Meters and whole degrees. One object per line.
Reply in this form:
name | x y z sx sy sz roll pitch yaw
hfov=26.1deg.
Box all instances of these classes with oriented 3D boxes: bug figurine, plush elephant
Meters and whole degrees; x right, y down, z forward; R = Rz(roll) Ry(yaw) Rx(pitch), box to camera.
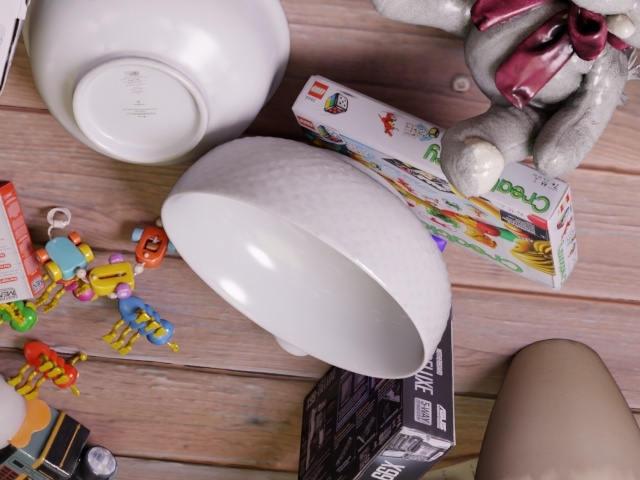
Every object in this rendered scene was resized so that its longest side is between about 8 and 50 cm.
bug figurine | -0.330 0.108 1.824 0.279 0.072 0.216 -24 123 32
plush elephant | 0.255 -0.214 1.316 0.330 0.272 0.255 -5 159 -33

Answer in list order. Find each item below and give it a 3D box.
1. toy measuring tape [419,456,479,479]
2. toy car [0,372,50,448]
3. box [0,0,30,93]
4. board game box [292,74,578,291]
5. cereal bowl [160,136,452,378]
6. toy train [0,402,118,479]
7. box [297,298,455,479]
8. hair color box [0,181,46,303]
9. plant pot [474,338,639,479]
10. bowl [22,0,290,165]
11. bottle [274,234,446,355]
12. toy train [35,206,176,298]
toy measuring tape | 0.111 0.341 2.011 0.330 0.121 0.121 -15 133 8
toy car | -0.494 0.255 1.896 0.238 0.210 0.219 2 146 -3
box | -0.310 -0.306 1.277 0.126 0.231 0.262 16 136 -12
board game box | 0.127 -0.060 1.484 0.305 0.053 0.193 26 165 22
cereal bowl | 0.000 0.000 1.513 0.339 0.141 0.339 27 157 12
toy train | -0.445 0.373 2.073 0.190 0.142 0.334 39 129 -15
box | 0.067 0.235 1.804 0.076 0.242 0.307 21 133 -17
hair color box | -0.397 0.005 1.698 0.072 0.043 0.141 -10 104 15
plant pot | 0.314 0.272 1.799 0.256 0.274 0.256 2 137 2
bowl | -0.183 -0.177 1.473 0.298 0.134 0.298 2 137 2
bottle | 0.038 0.044 1.713 0.118 0.092 0.283 23 134 -22
toy train | -0.264 0.019 1.701 0.166 0.125 0.046 12 142 3
